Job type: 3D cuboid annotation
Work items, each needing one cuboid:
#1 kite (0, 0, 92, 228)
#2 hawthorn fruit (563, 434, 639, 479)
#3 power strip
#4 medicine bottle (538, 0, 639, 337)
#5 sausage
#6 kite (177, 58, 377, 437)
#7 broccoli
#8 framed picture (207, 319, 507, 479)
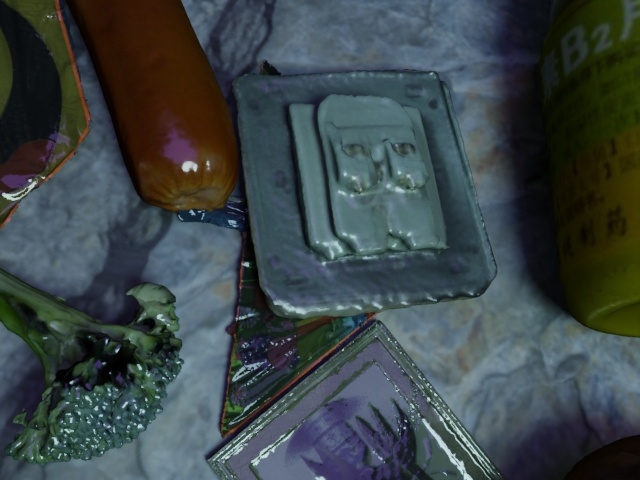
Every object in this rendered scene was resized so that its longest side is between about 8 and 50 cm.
[{"bbox_3d":[-0.347,-0.128,0.518,0.328,0.013,0.377,33,67,0],"label":"kite"},{"bbox_3d":[0.232,0.255,0.431,0.200,0.199,0.251,5,100,-10],"label":"hawthorn fruit"},{"bbox_3d":[0.038,-0.051,0.533,0.198,0.064,0.213,-7,73,-17],"label":"power strip"},{"bbox_3d":[0.294,-0.127,0.541,0.224,0.224,0.384,5,71,-10],"label":"medicine bottle"},{"bbox_3d":[-0.142,-0.156,0.530,0.089,0.083,0.300,-21,73,-13],"label":"sausage"},{"bbox_3d":[0.000,0.000,0.551,0.234,0.016,0.321,8,71,-11],"label":"kite"},{"bbox_3d":[-0.187,0.061,0.453,0.204,0.118,0.122,34,98,17],"label":"broccoli"},{"bbox_3d":[0.054,0.197,0.494,0.173,0.010,0.231,-37,82,-20],"label":"framed picture"}]
